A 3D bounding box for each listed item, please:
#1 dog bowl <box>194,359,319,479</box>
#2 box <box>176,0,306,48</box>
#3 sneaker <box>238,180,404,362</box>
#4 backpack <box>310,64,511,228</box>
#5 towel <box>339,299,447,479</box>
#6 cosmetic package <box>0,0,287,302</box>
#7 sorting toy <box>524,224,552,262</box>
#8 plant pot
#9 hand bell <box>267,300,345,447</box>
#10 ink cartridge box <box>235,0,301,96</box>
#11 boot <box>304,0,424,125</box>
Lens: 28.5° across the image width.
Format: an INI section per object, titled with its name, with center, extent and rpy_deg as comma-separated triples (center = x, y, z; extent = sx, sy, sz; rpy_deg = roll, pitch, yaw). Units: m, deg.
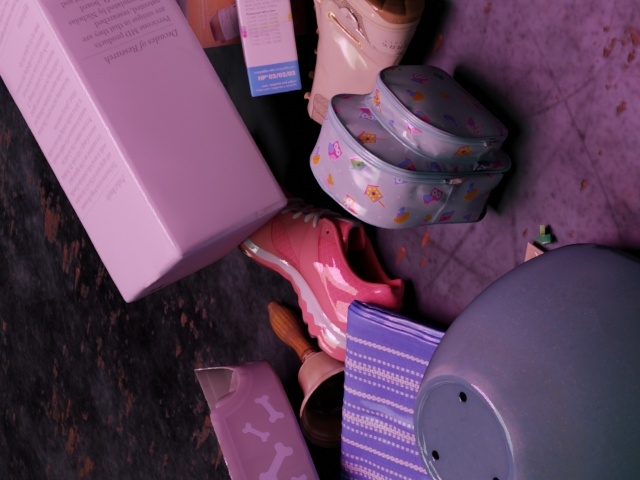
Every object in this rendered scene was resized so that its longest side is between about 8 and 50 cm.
[dog bowl]
center = -0.062, 0.315, 1.657
extent = 0.349, 0.102, 0.349
rpy_deg = 161, 90, -83
[box]
center = -0.113, -0.310, 1.542
extent = 0.091, 0.170, 0.130
rpy_deg = 21, 119, 52
[sneaker]
center = 0.001, 0.000, 1.578
extent = 0.314, 0.116, 0.136
rpy_deg = 50, 129, 22
[backpack]
center = 0.090, -0.096, 1.319
extent = 0.166, 0.188, 0.144
rpy_deg = 51, 139, 32
[towel]
center = 0.121, 0.250, 1.478
extent = 0.243, 0.040, 0.336
rpy_deg = 18, 118, 32
[cosmetic package]
center = -0.245, -0.177, 1.501
extent = 0.453, 0.161, 0.230
rpy_deg = 61, 152, 3
[sorting toy]
center = 0.235, 0.027, 1.314
extent = 0.062, 0.012, 0.083
rpy_deg = 43, 138, 45
[plant pot]
center = 0.203, 0.165, 1.178
extent = 0.290, 0.195, 0.290
rpy_deg = 25, 122, 49
[hand bell]
center = -0.014, 0.149, 1.664
extent = 0.242, 0.126, 0.126
rpy_deg = -128, 39, -51
[ink cartridge box]
center = -0.066, -0.269, 1.455
extent = 0.104, 0.061, 0.181
rpy_deg = -108, 9, -68
[boot]
center = 0.016, -0.249, 1.456
extent = 0.262, 0.095, 0.203
rpy_deg = 51, 144, 36
